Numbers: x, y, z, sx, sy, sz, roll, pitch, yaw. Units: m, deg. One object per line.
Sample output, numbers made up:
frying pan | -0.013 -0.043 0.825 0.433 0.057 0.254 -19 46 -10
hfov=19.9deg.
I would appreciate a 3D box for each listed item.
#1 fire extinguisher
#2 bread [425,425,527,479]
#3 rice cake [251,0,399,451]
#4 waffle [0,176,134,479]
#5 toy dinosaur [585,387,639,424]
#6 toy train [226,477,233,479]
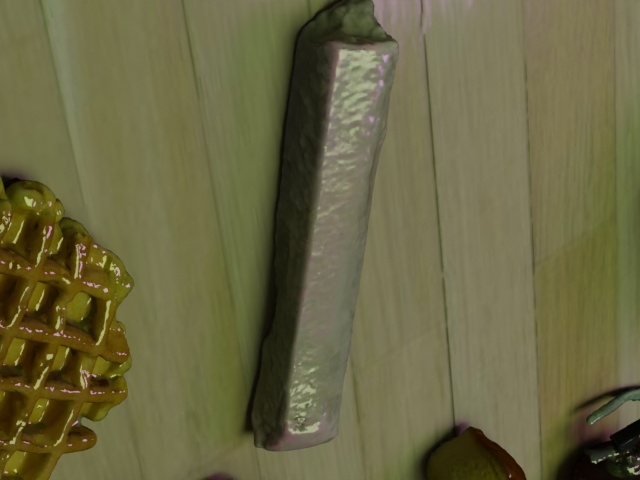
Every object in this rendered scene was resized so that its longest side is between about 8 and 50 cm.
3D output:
fire extinguisher | 0.329 0.309 1.906 0.135 0.114 0.337 -17 128 -10
bread | 0.166 0.260 1.728 0.086 0.125 0.156 -28 137 -5
rice cake | 0.000 0.001 1.456 0.070 0.064 0.399 -10 121 -32
waffle | -0.257 0.094 1.277 0.281 0.058 0.301 -49 138 -8
toy dinosaur | 0.435 0.140 1.933 0.383 0.076 0.129 10 131 -39
toy train | -0.103 0.311 1.495 0.260 0.134 0.177 -12 122 -38
